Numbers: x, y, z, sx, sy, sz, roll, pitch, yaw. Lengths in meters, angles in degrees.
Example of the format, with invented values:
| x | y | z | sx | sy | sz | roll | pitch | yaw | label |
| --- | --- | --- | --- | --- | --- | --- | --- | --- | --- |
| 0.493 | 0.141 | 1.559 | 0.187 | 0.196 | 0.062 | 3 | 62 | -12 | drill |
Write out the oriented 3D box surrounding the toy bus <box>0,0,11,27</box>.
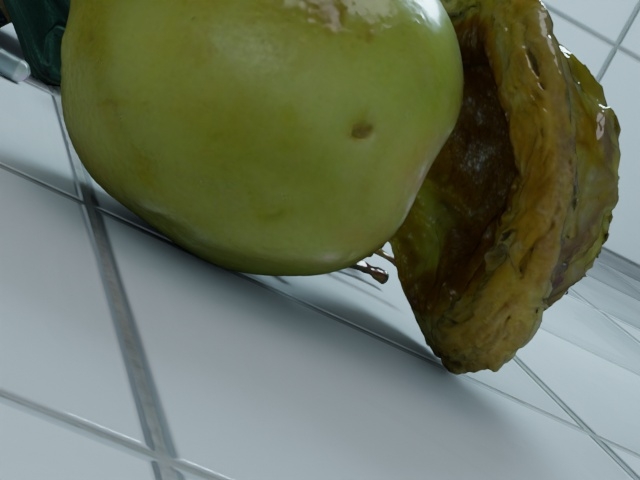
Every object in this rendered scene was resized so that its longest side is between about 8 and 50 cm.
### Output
| x | y | z | sx | sy | sz | roll | pitch | yaw | label |
| --- | --- | --- | --- | --- | --- | --- | --- | --- | --- |
| -0.407 | -0.317 | 1.855 | 0.091 | 0.103 | 0.182 | 63 | -2 | -16 | toy bus |

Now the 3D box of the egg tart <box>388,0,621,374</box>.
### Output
| x | y | z | sx | sy | sz | roll | pitch | yaw | label |
| --- | --- | --- | --- | --- | --- | --- | --- | --- | --- |
| 0.158 | -0.055 | 1.255 | 0.150 | 0.351 | 0.352 | 2 | 16 | -18 | egg tart |

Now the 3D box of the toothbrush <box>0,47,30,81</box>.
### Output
| x | y | z | sx | sy | sz | roll | pitch | yaw | label |
| --- | --- | --- | --- | --- | --- | --- | --- | --- | --- |
| -0.465 | -0.258 | 1.567 | 0.342 | 0.030 | 0.025 | 27 | 8 | -5 | toothbrush |

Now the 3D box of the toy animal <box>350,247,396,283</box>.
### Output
| x | y | z | sx | sy | sz | roll | pitch | yaw | label |
| --- | --- | --- | --- | --- | --- | --- | --- | --- | --- |
| -0.007 | -0.005 | 1.425 | 0.149 | 0.054 | 0.275 | 35 | 10 | 32 | toy animal |

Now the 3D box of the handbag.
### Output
| x | y | z | sx | sy | sz | roll | pitch | yaw | label |
| --- | --- | --- | --- | --- | --- | --- | --- | --- | --- |
| -0.298 | -0.304 | 1.801 | 0.238 | 0.089 | 0.326 | 64 | 12 | 1 | handbag |

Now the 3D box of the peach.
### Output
| x | y | z | sx | sy | sz | roll | pitch | yaw | label |
| --- | --- | --- | --- | --- | --- | --- | --- | --- | --- |
| -0.051 | -0.121 | 1.184 | 0.316 | 0.281 | 0.314 | 10 | 41 | -4 | peach |
